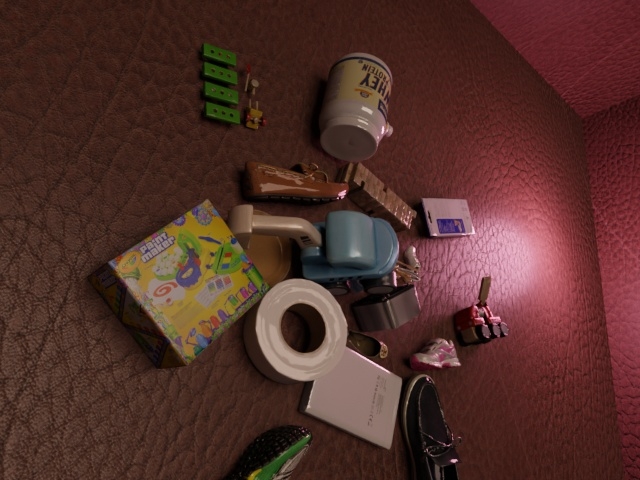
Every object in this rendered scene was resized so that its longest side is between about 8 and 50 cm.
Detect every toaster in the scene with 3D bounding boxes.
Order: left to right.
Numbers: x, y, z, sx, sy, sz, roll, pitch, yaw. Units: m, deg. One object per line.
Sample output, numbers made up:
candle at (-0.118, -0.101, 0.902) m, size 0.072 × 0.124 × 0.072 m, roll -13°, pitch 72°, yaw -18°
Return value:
toaster at (0.214, 0.223, 1.583) m, size 0.186 × 0.168 × 0.110 m, roll -19°, pitch 90°, yaw -43°

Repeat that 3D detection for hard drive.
hard drive at (0.105, 0.475, 1.487) m, size 0.353 × 0.047 × 0.233 m, roll 35°, pitch 55°, yaw -27°

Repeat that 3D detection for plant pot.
plant pot at (-0.188, 0.027, 1.400) m, size 0.236 × 0.032 × 0.236 m, roll 14°, pitch 67°, yaw -36°

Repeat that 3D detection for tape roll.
tape roll at (-0.067, 0.254, 1.347) m, size 0.286 × 0.100 × 0.286 m, roll 12°, pitch 64°, yaw -26°

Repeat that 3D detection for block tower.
block tower at (0.206, -0.149, 1.756) m, size 0.335 × 0.091 × 0.097 m, roll 35°, pitch 56°, yaw -26°

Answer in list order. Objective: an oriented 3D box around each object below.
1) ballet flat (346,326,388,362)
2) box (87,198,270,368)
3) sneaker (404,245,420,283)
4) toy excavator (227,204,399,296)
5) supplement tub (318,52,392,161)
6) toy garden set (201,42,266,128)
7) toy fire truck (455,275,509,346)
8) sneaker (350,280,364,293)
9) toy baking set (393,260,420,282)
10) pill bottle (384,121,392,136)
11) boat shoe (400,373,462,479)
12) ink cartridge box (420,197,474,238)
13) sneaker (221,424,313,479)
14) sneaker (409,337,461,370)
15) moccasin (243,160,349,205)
ballet flat at (0.137, 0.334, 1.554) m, size 0.250 × 0.058 × 0.084 m, roll 31°, pitch 58°, yaw -29°
box at (-0.330, 0.103, 1.154) m, size 0.290 × 0.177 × 0.279 m, roll -41°, pitch 103°, yaw -40°
sneaker at (0.354, 0.088, 1.822) m, size 0.054 × 0.061 × 0.152 m, roll 23°, pitch 60°, yaw -31°
toy excavator at (0.000, 0.000, 1.372) m, size 0.445 × 0.433 × 0.222 m, roll 61°, pitch 26°, yaw -65°
supplement tub at (0.122, -0.468, 1.694) m, size 0.235 × 0.235 × 0.324 m, roll 28°, pitch 59°, yaw -31°
toy garden set at (-0.273, -0.463, 1.485) m, size 0.204 × 0.049 × 0.244 m, roll 6°, pitch 71°, yaw -37°
toy fire truck at (0.650, 0.288, 1.962) m, size 0.217 × 0.158 × 0.246 m, roll 4°, pitch 61°, yaw -39°
sneaker at (0.124, 0.093, 1.614) m, size 0.063 × 0.073 × 0.162 m, roll -11°, pitch 82°, yaw -42°
toy baking set at (0.246, 0.093, 1.663) m, size 0.197 × 0.030 × 0.256 m, roll 34°, pitch 17°, yaw 22°
pill bottle at (0.230, -0.454, 1.896) m, size 0.116 × 0.065 × 0.065 m, roll 19°, pitch 64°, yaw -36°
boat shoe at (0.380, 0.696, 1.576) m, size 0.187 × 0.156 × 0.500 m, roll 12°, pitch 67°, yaw -35°
ink cartridge box at (0.522, -0.093, 2.024) m, size 0.333 × 0.065 × 0.165 m, roll -1°, pitch 76°, yaw -42°
sneaker at (-0.142, 0.604, 1.195) m, size 0.343 × 0.134 × 0.146 m, roll -39°, pitch 108°, yaw -32°
sneaker at (0.407, 0.411, 1.739) m, size 0.252 × 0.103 × 0.111 m, roll 11°, pitch 64°, yaw -44°
moccasin at (-0.070, -0.188, 1.515) m, size 0.380 × 0.139 × 0.147 m, roll 0°, pitch 84°, yaw -31°
